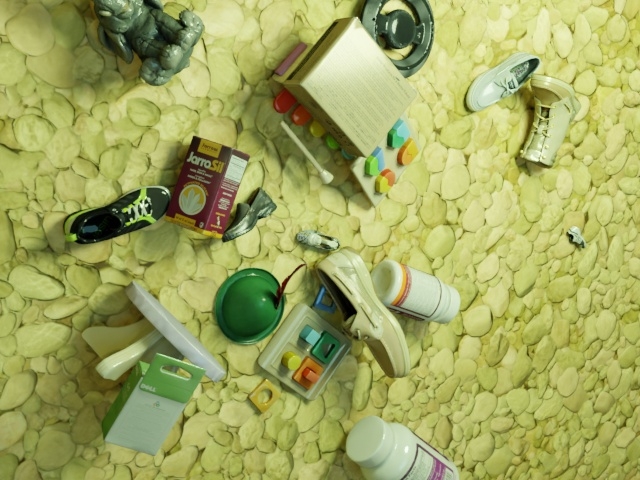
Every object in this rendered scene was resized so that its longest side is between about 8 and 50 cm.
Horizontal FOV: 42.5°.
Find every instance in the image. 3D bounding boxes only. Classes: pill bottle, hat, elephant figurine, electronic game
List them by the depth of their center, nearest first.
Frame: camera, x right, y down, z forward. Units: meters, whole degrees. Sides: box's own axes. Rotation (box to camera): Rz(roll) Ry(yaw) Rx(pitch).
[{"bbox_3d":[-0.355,-0.418,1.560,0.239,0.186,0.169,34,46,-7],"label":"elephant figurine"},{"bbox_3d":[-0.120,0.154,1.799,0.173,0.184,0.208,-22,111,-24],"label":"hat"},{"bbox_3d":[0.180,-0.489,1.908,0.229,0.048,0.229,-10,106,-37],"label":"electronic game"},{"bbox_3d":[0.233,0.133,2.038,0.221,0.121,0.121,21,90,-33],"label":"pill bottle"},{"bbox_3d":[0.205,0.569,2.094,0.301,0.169,0.169,41,80,-30],"label":"pill bottle"}]

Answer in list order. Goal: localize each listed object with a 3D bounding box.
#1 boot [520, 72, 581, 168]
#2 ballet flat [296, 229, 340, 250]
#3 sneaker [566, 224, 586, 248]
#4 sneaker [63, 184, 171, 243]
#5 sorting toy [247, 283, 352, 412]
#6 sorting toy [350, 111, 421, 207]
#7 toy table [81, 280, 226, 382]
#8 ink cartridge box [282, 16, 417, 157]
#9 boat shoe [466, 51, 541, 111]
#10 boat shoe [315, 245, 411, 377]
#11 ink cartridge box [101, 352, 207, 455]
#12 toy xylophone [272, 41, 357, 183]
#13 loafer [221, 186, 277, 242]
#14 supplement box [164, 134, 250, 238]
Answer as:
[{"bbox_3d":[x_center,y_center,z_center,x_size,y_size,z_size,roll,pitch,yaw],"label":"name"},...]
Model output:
[{"bbox_3d":[0.578,-0.305,2.130,0.262,0.095,0.203,23,92,-58],"label":"boot"},{"bbox_3d":[0.000,0.000,1.920,0.114,0.041,0.041,13,94,-32],"label":"ballet flat"},{"bbox_3d":[0.731,-0.005,2.356,0.037,0.032,0.083,-37,113,-3],"label":"sneaker"},{"bbox_3d":[-0.396,-0.040,1.644,0.235,0.097,0.084,-25,113,-24],"label":"sneaker"},{"bbox_3d":[-0.029,0.272,1.959,0.196,0.047,0.347,41,80,-31],"label":"sorting toy"},{"bbox_3d":[0.161,-0.191,1.916,0.193,0.038,0.208,-52,150,-10],"label":"sorting toy"},{"bbox_3d":[-0.343,0.228,1.664,0.161,0.274,0.252,-45,153,-6],"label":"toy table"},{"bbox_3d":[0.066,-0.324,1.758,0.235,0.088,0.193,45,76,-29],"label":"ink cartridge box"},{"bbox_3d":[0.465,-0.404,2.075,0.227,0.081,0.079,-40,118,-17],"label":"boat shoe"},{"bbox_3d":[0.096,0.186,1.941,0.110,0.122,0.341,-29,91,-27],"label":"boat shoe"},{"bbox_3d":[-0.314,0.296,1.548,0.109,0.062,0.209,26,104,-27],"label":"ink cartridge box"},{"bbox_3d":[0.017,-0.279,1.840,0.236,0.081,0.322,-44,119,-15],"label":"toy xylophone"},{"bbox_3d":[-0.166,-0.054,1.784,0.061,0.062,0.170,59,43,-14],"label":"loafer"},{"bbox_3d":[-0.235,-0.110,1.705,0.081,0.104,0.188,16,94,-67],"label":"supplement box"}]
